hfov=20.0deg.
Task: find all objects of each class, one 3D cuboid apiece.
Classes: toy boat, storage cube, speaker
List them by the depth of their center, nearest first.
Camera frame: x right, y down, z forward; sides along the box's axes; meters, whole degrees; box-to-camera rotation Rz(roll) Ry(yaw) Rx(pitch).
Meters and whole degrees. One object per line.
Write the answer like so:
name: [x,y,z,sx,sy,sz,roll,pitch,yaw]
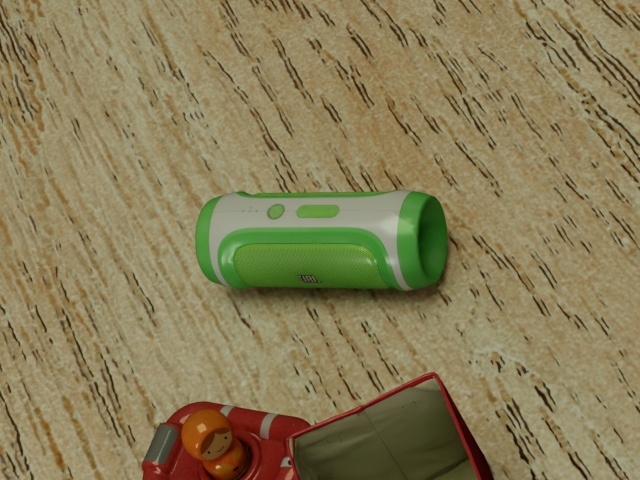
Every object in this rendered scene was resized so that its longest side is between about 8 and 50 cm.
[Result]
storage cube: [0.097,0.294,1.934,0.183,0.193,0.215,-25,50,5]
toy boat: [-0.110,0.246,2.089,0.231,0.151,0.151,7,59,28]
speaker: [0.000,0.000,2.238,0.296,0.131,0.131,0,56,24]
